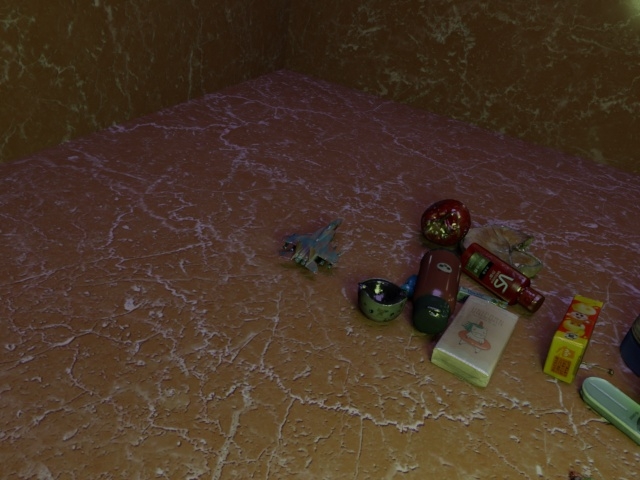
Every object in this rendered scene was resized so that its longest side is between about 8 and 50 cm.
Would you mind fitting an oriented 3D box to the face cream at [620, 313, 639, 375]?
[{"bbox_3d":[1.084,0.304,1.544,0.249,0.225,0.249,6,35,-4],"label":"face cream"}]

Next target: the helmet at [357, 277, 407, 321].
[{"bbox_3d":[0.186,0.193,1.583,0.153,0.107,0.177,8,14,1],"label":"helmet"}]

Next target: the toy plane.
[{"bbox_3d":[-0.001,0.006,1.815,0.223,0.104,0.326,24,32,19],"label":"toy plane"}]

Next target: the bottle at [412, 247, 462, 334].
[{"bbox_3d":[0.368,0.163,1.637,0.144,0.144,0.336,17,35,11],"label":"bottle"}]

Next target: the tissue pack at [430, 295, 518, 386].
[{"bbox_3d":[0.471,0.291,1.536,0.170,0.071,0.325,25,36,24],"label":"tissue pack"}]

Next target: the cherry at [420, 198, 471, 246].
[{"bbox_3d":[0.496,-0.082,2.005,0.175,0.192,0.249,40,32,-6],"label":"cherry"}]

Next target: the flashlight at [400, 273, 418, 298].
[{"bbox_3d":[0.306,0.152,1.724,0.051,0.051,0.129,24,32,20],"label":"flashlight"}]

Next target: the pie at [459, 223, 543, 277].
[{"bbox_3d":[0.693,0.034,1.984,0.337,0.075,0.337,2,34,-2],"label":"pie"}]

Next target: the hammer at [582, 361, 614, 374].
[{"bbox_3d":[0.826,0.381,1.551,0.123,0.014,0.029,17,21,15],"label":"hammer"}]

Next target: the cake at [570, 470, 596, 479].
[{"bbox_3d":[0.613,0.614,1.119,0.109,0.090,0.225,17,15,14],"label":"cake"}]

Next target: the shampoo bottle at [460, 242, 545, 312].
[{"bbox_3d":[0.626,0.133,1.780,0.076,0.118,0.314,24,14,-50],"label":"shampoo bottle"}]

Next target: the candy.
[{"bbox_3d":[0.767,0.290,1.544,0.088,0.146,0.276,19,35,32],"label":"candy"}]

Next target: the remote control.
[{"bbox_3d":[0.822,0.469,1.379,0.104,0.052,0.247,-16,42,-32],"label":"remote control"}]

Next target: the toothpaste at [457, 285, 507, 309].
[{"bbox_3d":[0.540,0.205,1.709,0.164,0.046,0.034,20,38,14],"label":"toothpaste"}]
